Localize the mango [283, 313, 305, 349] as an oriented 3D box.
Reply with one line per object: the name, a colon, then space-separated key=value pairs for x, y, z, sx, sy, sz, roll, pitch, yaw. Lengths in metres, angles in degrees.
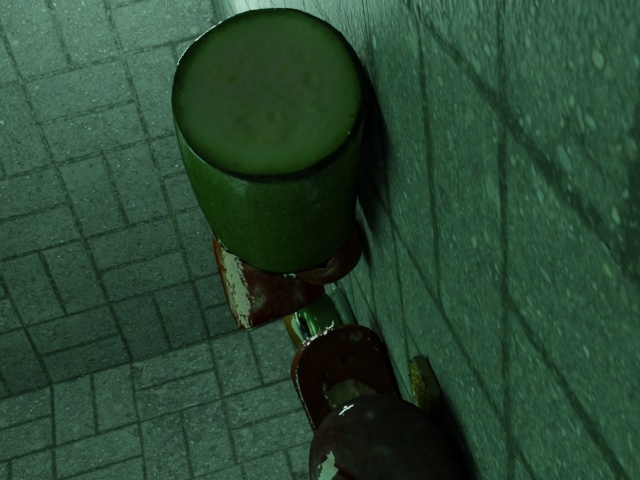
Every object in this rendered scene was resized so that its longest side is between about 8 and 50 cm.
mango: x=-0.021 y=0.252 z=2.481 sx=0.151 sy=0.120 sz=0.221 roll=135 pitch=111 yaw=-81

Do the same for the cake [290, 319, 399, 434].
cake: x=0.049 y=0.287 z=1.700 sx=0.151 sy=0.177 sz=0.283 roll=134 pitch=119 yaw=-83

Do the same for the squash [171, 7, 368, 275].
squash: x=-0.066 y=-0.120 z=1.337 sx=0.384 sy=0.263 sz=0.263 roll=90 pitch=163 yaw=-70

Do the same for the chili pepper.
chili pepper: x=-0.122 y=0.048 z=2.207 sx=0.229 sy=0.251 sz=0.305 roll=143 pitch=113 yaw=-84

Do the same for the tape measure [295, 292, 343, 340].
tape measure: x=0.000 y=0.215 z=2.263 sx=0.200 sy=0.106 sz=0.175 roll=-130 pitch=22 yaw=-71

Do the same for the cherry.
cherry: x=0.094 y=0.330 z=1.275 sx=0.285 sy=0.213 sz=0.236 roll=38 pitch=-138 yaw=-82

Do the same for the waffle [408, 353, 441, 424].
waffle: x=0.152 y=0.222 z=1.344 sx=0.135 sy=0.021 sz=0.092 roll=82 pitch=170 yaw=-51

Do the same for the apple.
apple: x=0.000 y=0.000 z=1.588 sx=0.131 sy=0.146 sz=0.146 roll=-64 pitch=-37 yaw=-64

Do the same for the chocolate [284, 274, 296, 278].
chocolate: x=-0.110 y=-0.063 z=2.025 sx=0.321 sy=0.112 sz=0.112 roll=47 pitch=124 yaw=20

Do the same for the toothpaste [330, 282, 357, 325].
toothpaste: x=0.058 y=0.166 z=1.995 sx=0.048 sy=0.029 sz=0.197 roll=81 pitch=168 yaw=-49
